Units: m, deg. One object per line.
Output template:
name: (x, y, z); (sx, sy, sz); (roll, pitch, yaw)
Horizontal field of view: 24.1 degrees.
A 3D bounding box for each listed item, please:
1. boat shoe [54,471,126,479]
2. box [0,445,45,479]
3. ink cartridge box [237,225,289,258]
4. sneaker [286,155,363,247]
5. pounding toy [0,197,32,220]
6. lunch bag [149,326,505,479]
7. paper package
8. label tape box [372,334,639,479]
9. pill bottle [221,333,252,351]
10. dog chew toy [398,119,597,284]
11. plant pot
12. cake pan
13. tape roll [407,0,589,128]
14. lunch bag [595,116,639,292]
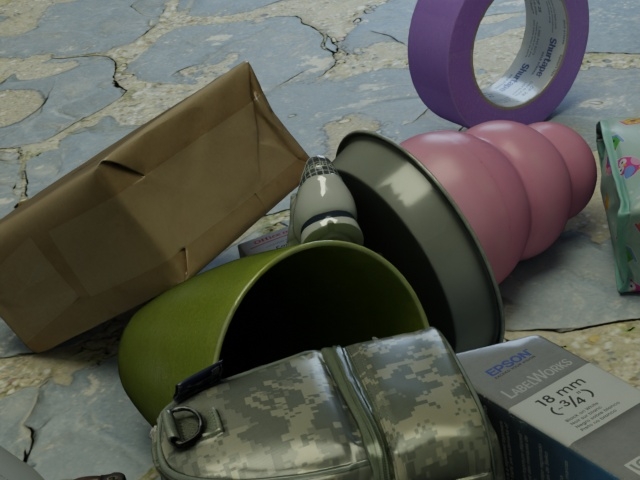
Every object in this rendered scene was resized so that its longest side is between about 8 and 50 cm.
boat shoe: (-0.187, 0.301, 1.431); (0.092, 0.103, 0.285); (-24, 27, -15)
box: (-0.306, 0.308, 1.283); (0.215, 0.168, 0.345); (-51, 37, -7)
ink cartridge box: (-0.028, 0.037, 1.866); (0.115, 0.067, 0.198); (-20, 31, -17)
sneaker: (0.000, 0.000, 1.640); (0.090, 0.235, 0.095); (-9, 64, -14)
pounding toy: (-0.454, 0.016, 2.000); (0.206, 0.094, 0.181); (-21, -5, -19)
lunch bag: (0.010, 0.240, 1.216); (0.256, 0.305, 0.212); (-13, 29, -9)
paper package: (-0.221, -0.040, 1.831); (0.325, 0.168, 0.309); (-26, 12, 45)
label tape box: (0.202, 0.218, 1.313); (0.106, 0.241, 0.333); (-27, 34, -27)
pill bottle: (-0.051, 0.114, 1.731); (0.137, 0.078, 0.078); (7, 34, 27)
dog chew toy: (0.211, -0.055, 1.836); (0.332, 0.207, 0.206); (-23, 31, -35)
plant pot: (-0.078, 0.134, 1.565); (0.275, 0.275, 0.293); (-31, 19, -33)
cake pan: (0.087, 0.019, 1.644); (0.054, 0.293, 0.293); (-31, 36, -20)
tape roll: (0.256, -0.289, 2.135); (0.275, 0.275, 0.090); (-27, 33, -28)
lunch bag: (0.452, -0.069, 1.819); (0.223, 0.160, 0.262); (-7, 36, 7)
